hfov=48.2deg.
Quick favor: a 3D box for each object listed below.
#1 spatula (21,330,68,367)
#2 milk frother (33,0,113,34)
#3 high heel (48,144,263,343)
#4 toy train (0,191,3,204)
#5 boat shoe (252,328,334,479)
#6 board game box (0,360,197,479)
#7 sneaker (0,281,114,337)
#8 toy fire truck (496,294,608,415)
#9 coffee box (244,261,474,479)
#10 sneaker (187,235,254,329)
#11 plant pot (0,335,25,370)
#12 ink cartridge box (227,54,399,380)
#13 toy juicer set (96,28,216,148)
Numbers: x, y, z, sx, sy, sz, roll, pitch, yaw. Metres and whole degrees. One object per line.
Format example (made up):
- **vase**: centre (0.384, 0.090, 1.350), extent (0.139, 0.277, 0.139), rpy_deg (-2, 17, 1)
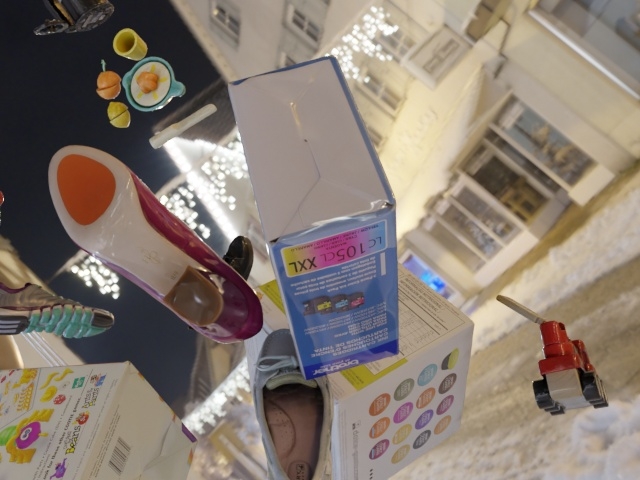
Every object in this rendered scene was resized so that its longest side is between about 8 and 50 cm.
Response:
- **spatula**: centre (-0.693, 0.222, 1.708), extent (0.019, 0.242, 0.168), rpy_deg (-46, 5, -33)
- **milk frother**: centre (-0.494, -0.461, 1.347), extent (0.129, 0.135, 0.143), rpy_deg (-34, 1, 22)
- **high heel**: centre (-0.238, 0.010, 1.026), extent (0.127, 0.377, 0.181), rpy_deg (-44, -20, 1)
- **toy train**: centre (-0.791, -0.031, 1.514), extent (0.248, 0.105, 0.143), rpy_deg (-21, -68, -62)
- **boat shoe**: centre (-0.035, 0.234, 0.981), extent (0.320, 0.118, 0.103), rpy_deg (-95, 6, -51)
- **board game box**: centre (-0.281, 0.217, 0.661), extent (0.144, 0.275, 0.142), rpy_deg (-77, -28, -42)
- **sneaker**: centre (-0.480, 0.114, 1.278), extent (0.224, 0.098, 0.083), rpy_deg (10, -44, -41)
- **toy fire truck**: centre (0.473, 0.224, 1.466), extent (0.158, 0.246, 0.217), rpy_deg (-16, -24, 22)
- **coffee box**: centre (0.072, 0.259, 1.479), extent (0.334, 0.338, 0.337), rpy_deg (-25, -46, -26)
- **sneaker**: centre (-0.167, 0.070, 1.193), extent (0.089, 0.051, 0.170), rpy_deg (15, -93, -55)
- **plant pot**: centre (-0.724, 0.194, 1.353), extent (0.284, 0.191, 0.284), rpy_deg (-12, -8, -2)
- **ink cartridge box**: centre (0.000, 0.000, 0.959), extent (0.151, 0.270, 0.395), rpy_deg (-13, -36, -5)
- **toy juicer set**: centre (-0.430, -0.346, 1.728), extent (0.209, 0.329, 0.089), rpy_deg (-49, -19, 7)
